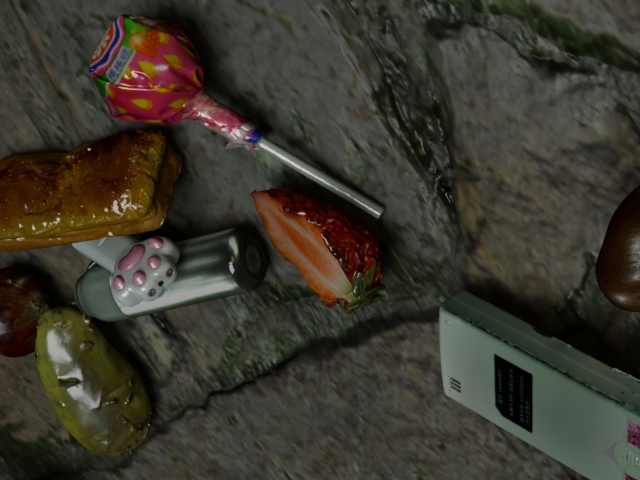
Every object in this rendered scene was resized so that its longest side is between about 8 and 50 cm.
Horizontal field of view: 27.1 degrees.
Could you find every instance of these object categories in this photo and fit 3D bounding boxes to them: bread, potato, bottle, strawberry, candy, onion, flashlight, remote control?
[{"bbox_3d":[-0.295,-0.063,1.586,0.271,0.139,0.077,-6,145,29],"label":"bread"},{"bbox_3d":[-0.296,0.181,1.710,0.117,0.090,0.225,-28,111,-7],"label":"potato"},{"bbox_3d":[-0.185,0.038,1.610,0.254,0.079,0.096,-14,70,30],"label":"bottle"},{"bbox_3d":[0.000,0.000,1.497,0.187,0.082,0.146,43,149,5],"label":"strawberry"},{"bbox_3d":[-0.087,-0.125,1.475,0.365,0.124,0.124,30,124,-5],"label":"candy"},{"bbox_3d":[-0.401,0.096,1.722,0.119,0.118,0.117,-21,109,32],"label":"onion"},{"bbox_3d":[-0.240,0.010,1.582,0.200,0.093,0.047,33,167,47],"label":"flashlight"},{"bbox_3d":[0.267,0.178,1.397,0.344,0.050,0.145,29,141,35],"label":"remote control"}]

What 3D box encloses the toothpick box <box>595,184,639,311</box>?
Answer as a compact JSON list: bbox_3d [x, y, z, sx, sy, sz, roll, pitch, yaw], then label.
[{"bbox_3d":[0.398,0.065,1.287,0.192,0.192,0.294,-26,108,33],"label":"toothpick box"}]
